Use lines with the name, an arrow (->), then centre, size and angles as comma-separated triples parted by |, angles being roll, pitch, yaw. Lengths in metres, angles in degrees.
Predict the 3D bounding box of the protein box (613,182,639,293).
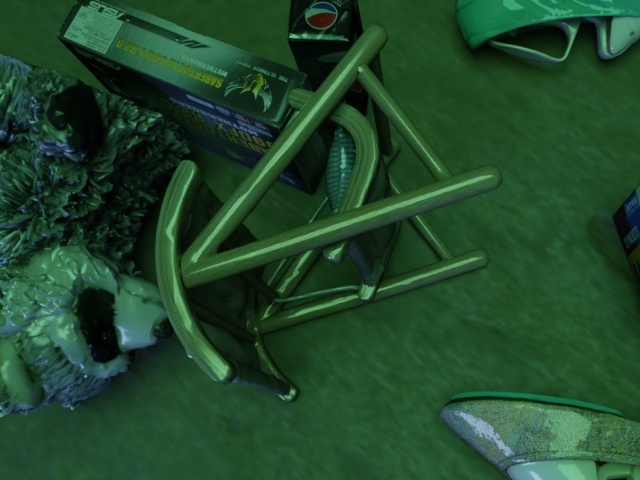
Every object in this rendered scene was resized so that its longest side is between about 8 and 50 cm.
protein box -> 0.390, 0.025, 0.673 | 0.201, 0.136, 0.199 | -15, 75, 5

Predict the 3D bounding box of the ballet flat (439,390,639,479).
ballet flat -> 0.255, 0.194, 0.661 | 0.316, 0.107, 0.106 | 4, 61, 11

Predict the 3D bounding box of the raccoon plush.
raccoon plush -> -0.324, -0.020, 0.797 | 0.447, 0.216, 0.299 | 20, 90, 30

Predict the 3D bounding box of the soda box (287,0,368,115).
soda box -> 0.012, -0.177, 0.765 | 0.060, 0.169, 0.053 | 5, 78, 10

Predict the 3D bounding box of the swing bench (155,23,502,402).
swing bench -> 0.000, 0.000, 0.679 | 0.255, 0.253, 0.165 | -35, 73, -2

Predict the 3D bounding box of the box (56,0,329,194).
box -> -0.110, -0.137, 0.767 | 0.231, 0.183, 0.056 | 24, 80, 13

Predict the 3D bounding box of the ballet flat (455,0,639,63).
ballet flat -> 0.260, -0.222, 0.795 | 0.248, 0.083, 0.087 | -1, 100, 9
